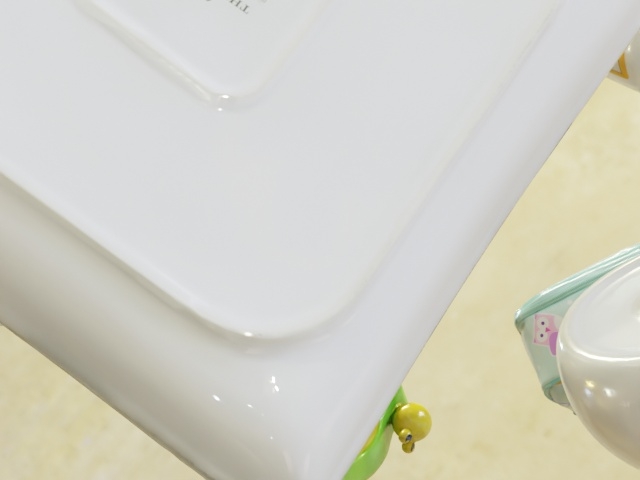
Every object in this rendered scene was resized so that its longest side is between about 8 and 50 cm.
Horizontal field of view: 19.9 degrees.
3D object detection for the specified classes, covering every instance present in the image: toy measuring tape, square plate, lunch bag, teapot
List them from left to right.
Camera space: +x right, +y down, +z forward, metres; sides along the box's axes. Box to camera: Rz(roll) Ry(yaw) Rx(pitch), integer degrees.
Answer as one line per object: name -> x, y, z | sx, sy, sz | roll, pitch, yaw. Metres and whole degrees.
square plate -> -0.053, -0.111, 0.793 | 0.344, 0.347, 0.049 | -54, 2, -22
toy measuring tape -> -0.046, 0.204, 1.931 | 0.330, 0.121, 0.121 | -1, 45, 15
lunch bag -> 0.326, 0.081, 1.794 | 0.224, 0.279, 0.108 | -29, 70, 16
teapot -> 0.329, 0.118, 1.522 | 0.256, 0.187, 0.252 | -31, 21, -14

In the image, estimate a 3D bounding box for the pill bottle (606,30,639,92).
pill bottle -> 0.248, -0.177, 1.406 | 0.117, 0.117, 0.208 | -52, 45, -7
